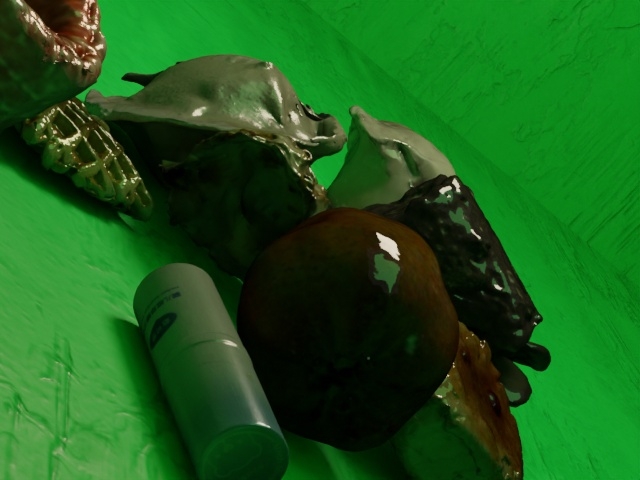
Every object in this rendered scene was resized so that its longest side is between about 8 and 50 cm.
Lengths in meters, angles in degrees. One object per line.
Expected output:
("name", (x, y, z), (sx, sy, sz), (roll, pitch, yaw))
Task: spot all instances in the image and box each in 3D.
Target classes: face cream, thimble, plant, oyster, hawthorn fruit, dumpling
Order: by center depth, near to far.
("face cream", (-0.093, 0.111, 1.621), (0.077, 0.077, 0.250), (35, 13, -32))
("thimble", (-0.310, -0.210, 1.728), (0.239, 0.162, 0.239), (53, 19, -28))
("hawthorn fruit", (0.021, 0.067, 1.806), (0.208, 0.208, 0.248), (40, 17, -15))
("oyster", (-0.018, 0.023, 1.994), (0.198, 0.133, 0.337), (2, -53, 59))
("dumpling", (-0.119, -0.105, 2.114), (0.293, 0.163, 0.204), (10, 34, 14))
("plant", (0.134, 0.075, 2.208), (0.276, 0.188, 0.199), (61, 5, -7))
("dumpling", (0.074, -0.042, 2.501), (0.175, 0.243, 0.227), (6, 17, -30))

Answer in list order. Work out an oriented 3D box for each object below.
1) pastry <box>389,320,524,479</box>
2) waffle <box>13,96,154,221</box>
("pastry", (0.124, 0.170, 1.943), (0.229, 0.100, 0.218), (69, 16, 4))
("waffle", (-0.255, -0.113, 1.921), (0.214, 0.054, 0.208), (36, 10, -49))
